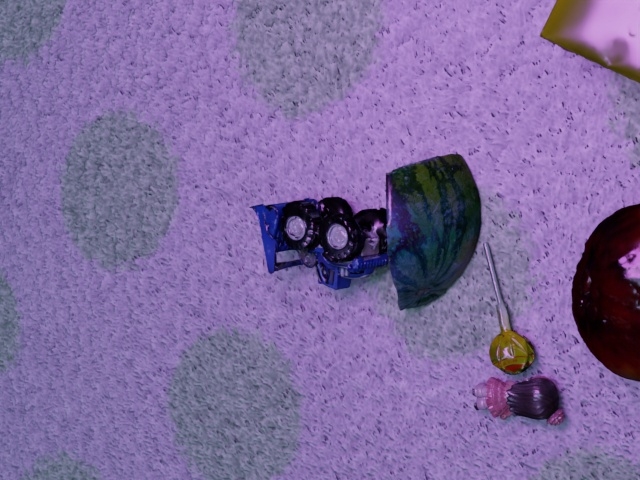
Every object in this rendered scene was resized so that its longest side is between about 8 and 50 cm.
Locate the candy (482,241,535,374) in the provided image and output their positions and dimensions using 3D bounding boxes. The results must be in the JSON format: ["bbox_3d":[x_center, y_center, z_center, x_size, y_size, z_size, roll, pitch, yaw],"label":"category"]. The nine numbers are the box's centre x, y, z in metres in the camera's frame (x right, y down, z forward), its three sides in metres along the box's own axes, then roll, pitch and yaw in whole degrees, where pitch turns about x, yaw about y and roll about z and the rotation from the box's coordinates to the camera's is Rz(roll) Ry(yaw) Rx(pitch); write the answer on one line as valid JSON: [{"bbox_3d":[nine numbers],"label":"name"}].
[{"bbox_3d":[0.257,0.095,1.525,0.058,0.062,0.194,130,131,-70],"label":"candy"}]

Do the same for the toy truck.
[{"bbox_3d":[0.000,0.000,1.616,0.208,0.113,0.126,18,108,37],"label":"toy truck"}]

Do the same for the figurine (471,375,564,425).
[{"bbox_3d":[0.276,0.227,1.511,0.129,0.054,0.072,-6,93,32],"label":"figurine"}]

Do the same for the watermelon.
[{"bbox_3d":[0.143,-0.010,1.522,0.128,0.146,0.231,1,91,29],"label":"watermelon"}]

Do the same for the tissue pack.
[{"bbox_3d":[0.435,-0.330,1.330,0.200,0.167,0.275,32,106,25],"label":"tissue pack"}]

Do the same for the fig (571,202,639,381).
[{"bbox_3d":[0.436,0.061,1.328,0.263,0.224,0.224,-4,90,32],"label":"fig"}]
